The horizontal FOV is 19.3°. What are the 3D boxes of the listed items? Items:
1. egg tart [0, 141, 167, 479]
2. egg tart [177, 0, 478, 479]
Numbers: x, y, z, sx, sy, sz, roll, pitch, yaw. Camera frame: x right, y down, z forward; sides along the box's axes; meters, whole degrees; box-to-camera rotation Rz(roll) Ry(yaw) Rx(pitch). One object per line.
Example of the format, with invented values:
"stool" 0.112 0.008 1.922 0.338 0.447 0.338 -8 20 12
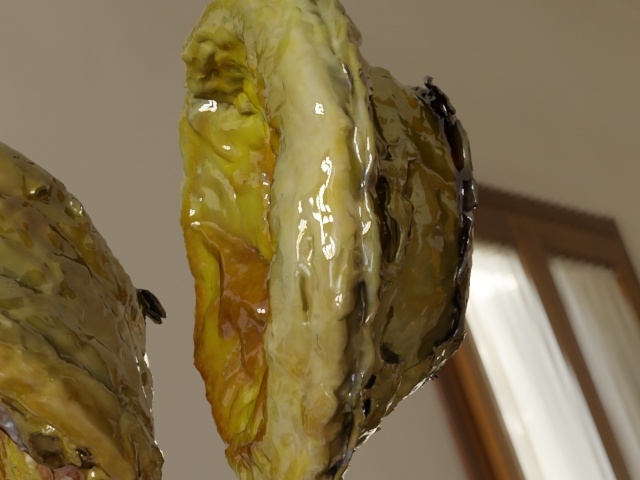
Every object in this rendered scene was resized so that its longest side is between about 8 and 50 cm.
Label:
"egg tart" -0.199 0.042 0.980 0.153 0.339 0.351 -49 24 -23
"egg tart" 0.000 0.000 0.786 0.105 0.241 0.241 -3 -25 -15
